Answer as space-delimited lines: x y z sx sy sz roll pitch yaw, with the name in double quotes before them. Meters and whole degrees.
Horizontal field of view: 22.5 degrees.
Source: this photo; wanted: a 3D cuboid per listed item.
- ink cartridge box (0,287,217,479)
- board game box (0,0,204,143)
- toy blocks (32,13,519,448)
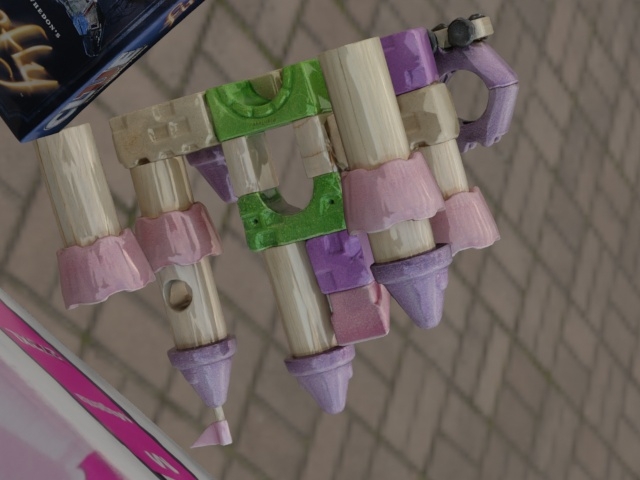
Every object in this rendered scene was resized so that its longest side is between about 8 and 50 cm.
"ink cartridge box" -0.093 0.109 0.338 0.176 0.371 0.069 -54 144 -1
"board game box" -0.155 -0.194 0.782 0.243 0.165 0.042 53 24 2
"toy blocks" 0.000 0.000 1.178 0.309 0.288 0.260 -29 103 -67
